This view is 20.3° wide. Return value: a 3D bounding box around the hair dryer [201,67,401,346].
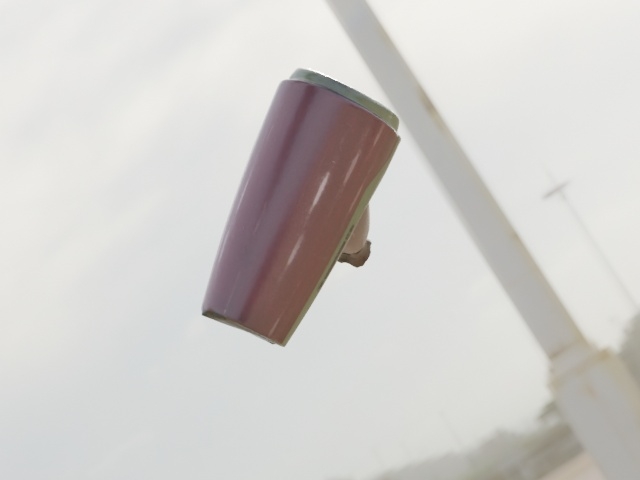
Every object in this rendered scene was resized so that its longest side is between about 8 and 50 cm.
[{"bbox_3d":[0.003,-0.006,0.756,0.106,0.054,0.154,-67,-16,-1],"label":"hair dryer"}]
